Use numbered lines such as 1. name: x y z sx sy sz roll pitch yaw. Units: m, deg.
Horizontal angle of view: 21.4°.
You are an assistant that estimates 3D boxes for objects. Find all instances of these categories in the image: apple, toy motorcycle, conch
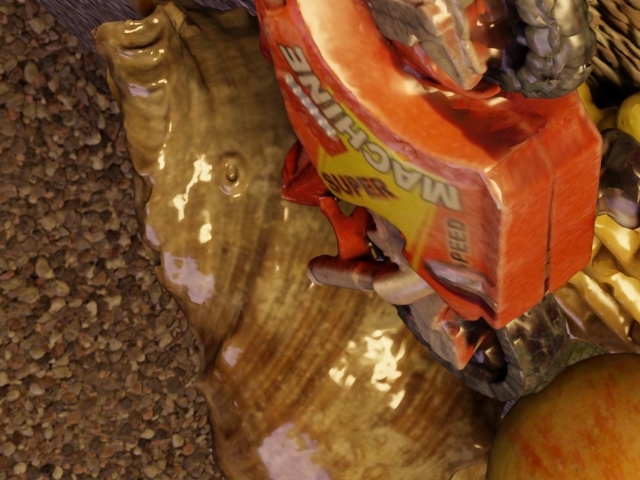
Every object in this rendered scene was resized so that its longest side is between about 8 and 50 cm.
1. apple: 0.127 0.111 0.694 0.126 0.126 0.102 40 -160 -11
2. toy motorcycle: 0.037 -0.051 0.609 0.171 0.089 0.298 42 161 23
3. conch: 0.018 -0.004 0.958 0.297 0.210 0.352 -99 -6 -67

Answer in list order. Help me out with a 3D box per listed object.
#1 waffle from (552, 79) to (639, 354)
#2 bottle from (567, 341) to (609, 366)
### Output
1. waffle: 0.185 0.043 0.739 0.329 0.062 0.329 40 170 8
2. bottle: 0.255 0.124 0.911 0.330 0.093 0.093 36 175 37
